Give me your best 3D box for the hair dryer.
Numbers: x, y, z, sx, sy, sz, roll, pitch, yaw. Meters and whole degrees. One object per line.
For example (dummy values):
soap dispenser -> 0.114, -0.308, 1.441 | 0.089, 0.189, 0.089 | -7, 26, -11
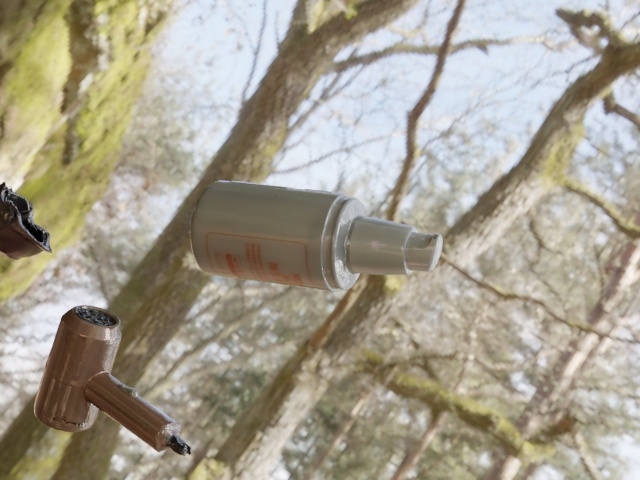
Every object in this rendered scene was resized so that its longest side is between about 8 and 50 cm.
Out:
hair dryer -> -0.189, 0.149, 1.005 | 0.181, 0.117, 0.064 | 28, 16, 26

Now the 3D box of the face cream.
face cream -> 0.000, 0.000, 1.057 | 0.251, 0.101, 0.101 | 7, -32, 22

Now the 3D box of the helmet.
helmet -> -0.426, -0.017, 1.444 | 0.123, 0.070, 0.098 | 59, 2, 25
